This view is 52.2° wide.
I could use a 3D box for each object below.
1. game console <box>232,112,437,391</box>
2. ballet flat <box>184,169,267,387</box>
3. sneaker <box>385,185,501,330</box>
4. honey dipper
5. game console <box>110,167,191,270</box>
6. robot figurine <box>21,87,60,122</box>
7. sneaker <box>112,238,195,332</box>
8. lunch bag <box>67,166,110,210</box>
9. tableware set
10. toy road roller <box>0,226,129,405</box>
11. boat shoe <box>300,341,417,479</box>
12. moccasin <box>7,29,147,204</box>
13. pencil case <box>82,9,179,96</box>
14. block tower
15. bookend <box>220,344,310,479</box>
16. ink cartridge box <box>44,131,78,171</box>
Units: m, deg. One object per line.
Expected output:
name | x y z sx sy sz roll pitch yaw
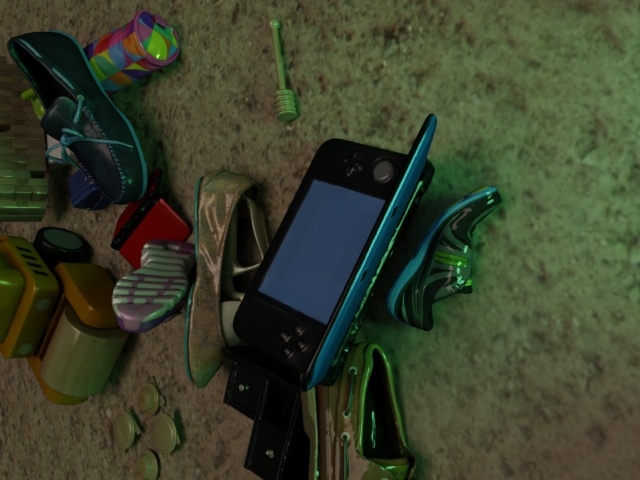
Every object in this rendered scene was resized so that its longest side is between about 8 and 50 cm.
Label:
game console | 0.000 0.000 0.731 0.250 0.173 0.293 21 81 39
ballet flat | -0.130 0.054 0.929 0.106 0.107 0.315 2 89 12
sneaker | 0.147 0.021 0.734 0.078 0.067 0.188 35 107 14
honey dipper | -0.059 -0.249 0.942 0.031 0.031 0.160 -22 69 36
game console | -0.284 -0.029 1.114 0.144 0.085 0.124 -45 29 27
robot figurine | -0.486 -0.245 1.187 0.067 0.101 0.115 -40 45 0
sneaker | -0.240 0.084 0.969 0.095 0.236 0.104 9 111 -3
lunch bag | -0.413 -0.092 1.189 0.098 0.067 0.065 -31 67 34
tableware set | -0.289 0.317 1.082 0.168 0.020 0.141 -53 55 24
toy road roller | -0.512 0.123 1.138 0.329 0.241 0.202 41 111 34
boat shoe | 0.052 0.270 0.748 0.105 0.111 0.307 -24 71 37
moccasin | -0.413 -0.196 1.081 0.342 0.117 0.137 54 127 15
pencil case | -0.353 -0.322 1.142 0.237 0.104 0.104 -8 81 37
block tower | -0.605 -0.205 1.301 0.091 0.097 0.335 -41 58 49
bookend | -0.074 0.240 0.879 0.157 0.072 0.156 20 99 39
ink cartridge box | -0.544 -0.239 1.319 0.233 0.066 0.188 -6 82 34
